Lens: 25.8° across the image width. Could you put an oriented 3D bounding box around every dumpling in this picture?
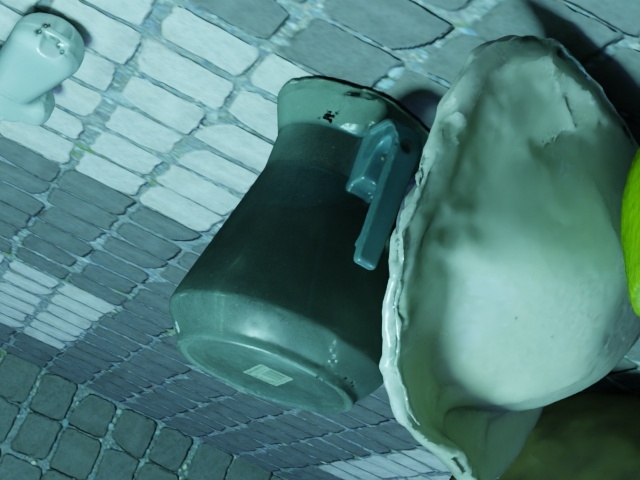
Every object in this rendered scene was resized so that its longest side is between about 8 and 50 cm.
[{"bbox_3d":[0.130,0.038,0.955,0.181,0.260,0.341,28,161,8],"label":"dumpling"}]

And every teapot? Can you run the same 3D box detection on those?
[{"bbox_3d":[0.000,0.000,1.057,0.171,0.225,0.203,27,160,-20],"label":"teapot"}]

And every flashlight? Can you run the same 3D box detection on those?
[{"bbox_3d":[-0.255,-0.151,1.208,0.093,0.048,0.200,28,158,-19],"label":"flashlight"}]

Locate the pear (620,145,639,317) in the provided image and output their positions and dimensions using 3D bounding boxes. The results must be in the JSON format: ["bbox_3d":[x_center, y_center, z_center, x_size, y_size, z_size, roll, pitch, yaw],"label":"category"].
[{"bbox_3d":[0.310,-0.003,0.787,0.286,0.176,0.281,36,161,-33],"label":"pear"}]

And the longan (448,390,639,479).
[{"bbox_3d":[0.323,0.352,1.410,0.435,0.404,0.404,19,163,32],"label":"longan"}]
